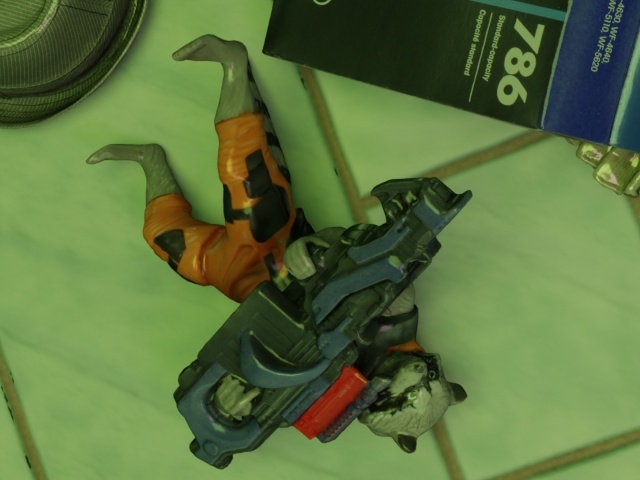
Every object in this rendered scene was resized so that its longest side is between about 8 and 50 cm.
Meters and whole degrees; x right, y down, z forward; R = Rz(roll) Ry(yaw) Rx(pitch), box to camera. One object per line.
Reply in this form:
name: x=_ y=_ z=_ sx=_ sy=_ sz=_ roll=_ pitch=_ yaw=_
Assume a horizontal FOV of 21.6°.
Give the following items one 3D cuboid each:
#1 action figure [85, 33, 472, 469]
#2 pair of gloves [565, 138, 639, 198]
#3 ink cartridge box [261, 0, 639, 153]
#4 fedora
action figure: x=0.000 y=0.000 z=1.232 sx=0.341 sy=0.178 sz=0.330 roll=-38 pitch=85 yaw=40
pair of gloves: x=0.301 y=-0.079 z=1.167 sx=0.240 sy=0.042 sz=0.204 roll=43 pitch=104 yaw=-4
ink cartridge box: x=0.111 y=-0.173 z=1.184 sx=0.333 sy=0.065 sz=0.165 roll=18 pitch=99 yaw=37
fedora: x=-0.278 y=-0.214 z=1.334 sx=0.275 sy=0.124 sz=0.243 roll=24 pitch=98 yaw=15
